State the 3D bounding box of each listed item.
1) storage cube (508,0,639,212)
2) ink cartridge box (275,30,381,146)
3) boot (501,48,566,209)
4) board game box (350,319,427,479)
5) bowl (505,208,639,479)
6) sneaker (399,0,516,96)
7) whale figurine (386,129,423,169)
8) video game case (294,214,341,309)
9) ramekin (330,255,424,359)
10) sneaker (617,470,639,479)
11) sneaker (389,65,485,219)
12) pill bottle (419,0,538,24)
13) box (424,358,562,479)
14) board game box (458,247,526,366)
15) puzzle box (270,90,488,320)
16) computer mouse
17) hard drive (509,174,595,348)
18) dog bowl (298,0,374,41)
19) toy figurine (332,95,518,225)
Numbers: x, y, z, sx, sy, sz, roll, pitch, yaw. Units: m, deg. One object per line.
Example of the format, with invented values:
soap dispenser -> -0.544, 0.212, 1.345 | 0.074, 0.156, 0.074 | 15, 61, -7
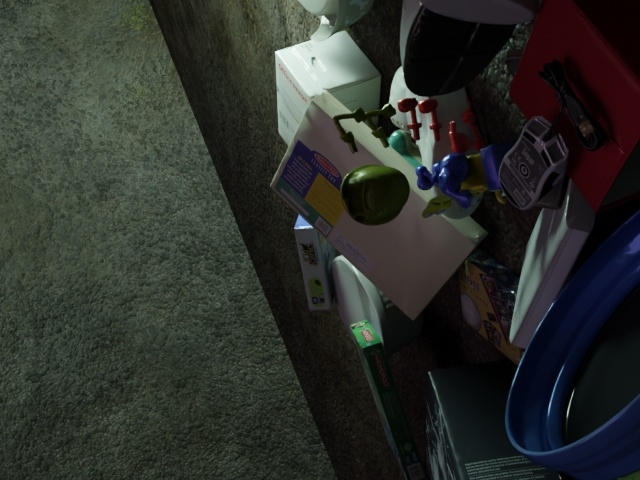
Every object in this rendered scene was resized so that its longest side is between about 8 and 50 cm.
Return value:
storage cube -> 0.351, -0.179, 0.999 | 0.193, 0.184, 0.215 | 61, 162, 26
ink cartridge box -> 0.016, -0.291, 1.925 | 0.171, 0.168, 0.232 | 56, 159, 35
boot -> 0.294, -0.155, 1.240 | 0.189, 0.076, 0.208 | -144, 63, -68
board game box -> 0.145, 0.348, 1.975 | 0.213, 0.046, 0.317 | -121, 12, -80
bowl -> 0.363, 0.100, 1.027 | 0.077, 0.391, 0.391 | 36, 163, -4
sneaker -> 0.182, -0.446, 1.318 | 0.447, 0.169, 0.257 | 100, 155, -46
whale figurine -> 0.159, -0.105, 1.753 | 0.272, 0.141, 0.216 | 26, 134, 63
video game case -> 0.000, 0.000, 2.275 | 0.269, 0.061, 0.244 | -75, -20, -57
ramekin -> 0.138, 0.145, 2.136 | 0.273, 0.127, 0.273 | 57, 159, 36
sneaker -> 0.421, 0.194, 1.100 | 0.483, 0.185, 0.202 | 66, -168, -81
sneaker -> 0.204, -0.184, 1.604 | 0.169, 0.108, 0.292 | -172, 72, -73
pill bottle -> 0.201, -0.410, 0.992 | 0.176, 0.176, 0.318 | -166, 85, -70
box -> 0.319, 0.460, 1.721 | 0.312, 0.179, 0.343 | -101, 5, -48
board game box -> 0.336, 0.128, 1.650 | 0.243, 0.042, 0.165 | 43, 150, 55
puzzle box -> 0.097, -0.063, 1.726 | 0.409, 0.052, 0.272 | 43, 141, 10
computer mouse -> 0.254, -0.105, 1.009 | 0.106, 0.042, 0.193 | 58, 157, 20
hard drive -> 0.338, -0.004, 1.293 | 0.307, 0.040, 0.203 | 96, -169, -55
dog bowl -> -0.003, -0.573, 1.767 | 0.348, 0.102, 0.348 | 57, 160, 34
toy figurine -> 0.220, -0.132, 1.343 | 0.217, 0.363, 0.191 | -3, 96, 46
